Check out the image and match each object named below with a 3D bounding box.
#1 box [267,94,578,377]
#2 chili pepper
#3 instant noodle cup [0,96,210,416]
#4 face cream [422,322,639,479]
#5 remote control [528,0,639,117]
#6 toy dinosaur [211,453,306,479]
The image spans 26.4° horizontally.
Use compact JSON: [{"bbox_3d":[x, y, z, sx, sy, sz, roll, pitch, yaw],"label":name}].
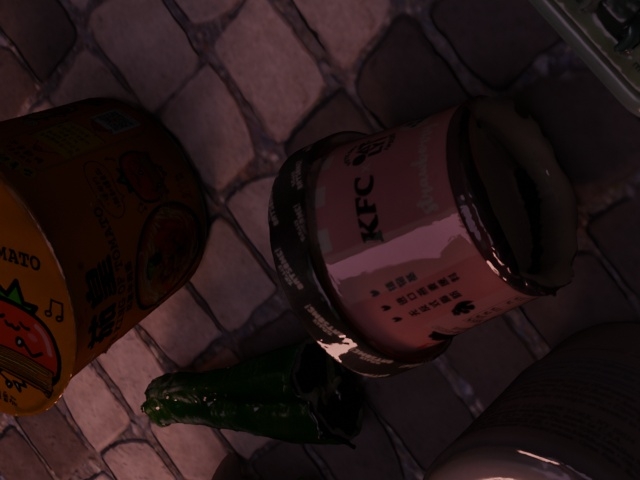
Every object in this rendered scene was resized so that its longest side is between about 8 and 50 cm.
[{"bbox_3d":[0.068,-0.007,0.799,0.135,0.151,0.151,-21,98,36],"label":"box"},{"bbox_3d":[-0.067,0.126,1.047,0.227,0.059,0.088,-13,108,46],"label":"chili pepper"},{"bbox_3d":[-0.198,-0.003,1.003,0.216,0.172,0.215,19,123,32],"label":"instant noodle cup"},{"bbox_3d":[0.164,0.157,0.799,0.177,0.153,0.177,21,126,32],"label":"face cream"},{"bbox_3d":[0.109,-0.218,0.701,0.335,0.065,0.128,50,133,7],"label":"remote control"},{"bbox_3d":[-0.053,0.266,1.091,0.177,0.152,0.194,142,106,-84],"label":"toy dinosaur"}]
